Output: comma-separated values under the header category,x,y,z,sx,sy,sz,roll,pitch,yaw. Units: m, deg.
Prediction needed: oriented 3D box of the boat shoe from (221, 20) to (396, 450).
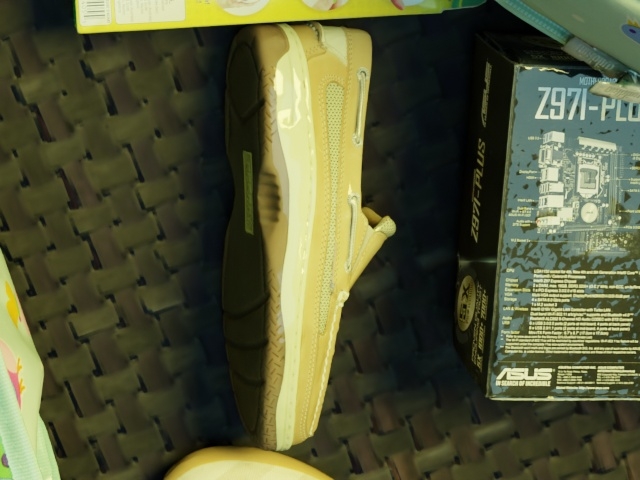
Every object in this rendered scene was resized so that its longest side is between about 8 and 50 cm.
category,x,y,z,sx,sy,sz,roll,pitch,yaw
boat shoe,0.000,0.000,0.822,0.072,0.068,0.190,-5,109,-24

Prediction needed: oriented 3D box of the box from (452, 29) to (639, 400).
category,x,y,z,sx,sy,sz,roll,pitch,yaw
box,0.155,-0.010,0.820,0.180,0.077,0.147,0,107,-8

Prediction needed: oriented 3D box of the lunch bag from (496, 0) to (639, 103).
category,x,y,z,sx,sy,sz,roll,pitch,yaw
lunch bag,0.185,-0.174,0.732,0.224,0.108,0.279,30,79,-8

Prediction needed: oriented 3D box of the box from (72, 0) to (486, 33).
category,x,y,z,sx,sy,sz,roll,pitch,yaw
box,-0.016,-0.144,0.784,0.179,0.043,0.105,-3,107,-8

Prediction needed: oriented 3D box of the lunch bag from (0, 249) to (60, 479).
category,x,y,z,sx,sy,sz,roll,pitch,yaw
lunch bag,-0.219,0.081,0.753,0.223,0.160,0.262,-15,104,-7

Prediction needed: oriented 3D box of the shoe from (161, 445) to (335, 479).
category,x,y,z,sx,sy,sz,roll,pitch,yaw
shoe,0.017,0.171,0.878,0.219,0.058,0.076,38,96,-19
